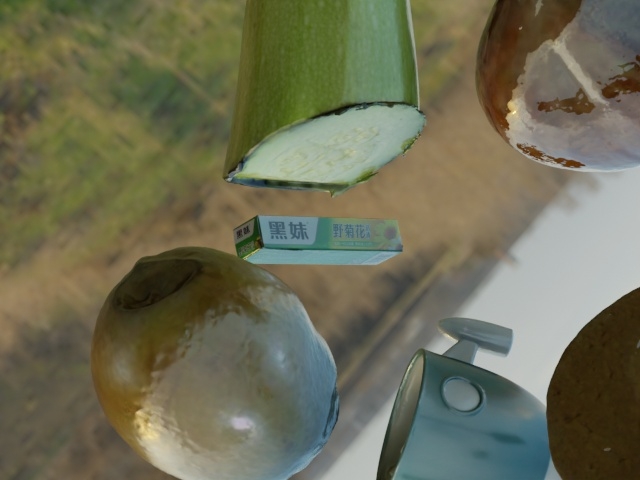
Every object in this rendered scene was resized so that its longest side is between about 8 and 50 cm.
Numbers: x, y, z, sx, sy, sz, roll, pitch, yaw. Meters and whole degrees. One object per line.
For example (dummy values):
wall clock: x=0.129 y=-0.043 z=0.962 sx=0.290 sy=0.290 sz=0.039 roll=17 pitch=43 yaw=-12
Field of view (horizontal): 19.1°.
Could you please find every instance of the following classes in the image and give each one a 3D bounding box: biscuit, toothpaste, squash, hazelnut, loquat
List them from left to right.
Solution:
loquat: x=-0.083 y=0.106 z=1.508 sx=0.179 sy=0.227 sz=0.179 roll=-19 pitch=-139 yaw=17
toothpaste: x=0.000 y=0.000 z=1.842 sx=0.178 sy=0.037 sz=0.043 roll=1 pitch=162 yaw=-39
squash: x=0.016 y=-0.174 z=1.247 sx=0.137 sy=0.137 sz=0.288 roll=54 pitch=42 yaw=-86
hazelnut: x=0.211 y=-0.139 z=1.342 sx=0.210 sy=0.186 sz=0.210 roll=-55 pitch=-177 yaw=4
biscuit: x=0.244 y=0.107 z=1.186 sx=0.049 sy=0.208 sz=0.181 roll=40 pitch=52 yaw=-51

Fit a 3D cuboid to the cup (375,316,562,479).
cup: x=0.158 y=0.207 z=1.899 sx=0.167 sy=0.173 sz=0.300 roll=113 pitch=-9 yaw=-52
